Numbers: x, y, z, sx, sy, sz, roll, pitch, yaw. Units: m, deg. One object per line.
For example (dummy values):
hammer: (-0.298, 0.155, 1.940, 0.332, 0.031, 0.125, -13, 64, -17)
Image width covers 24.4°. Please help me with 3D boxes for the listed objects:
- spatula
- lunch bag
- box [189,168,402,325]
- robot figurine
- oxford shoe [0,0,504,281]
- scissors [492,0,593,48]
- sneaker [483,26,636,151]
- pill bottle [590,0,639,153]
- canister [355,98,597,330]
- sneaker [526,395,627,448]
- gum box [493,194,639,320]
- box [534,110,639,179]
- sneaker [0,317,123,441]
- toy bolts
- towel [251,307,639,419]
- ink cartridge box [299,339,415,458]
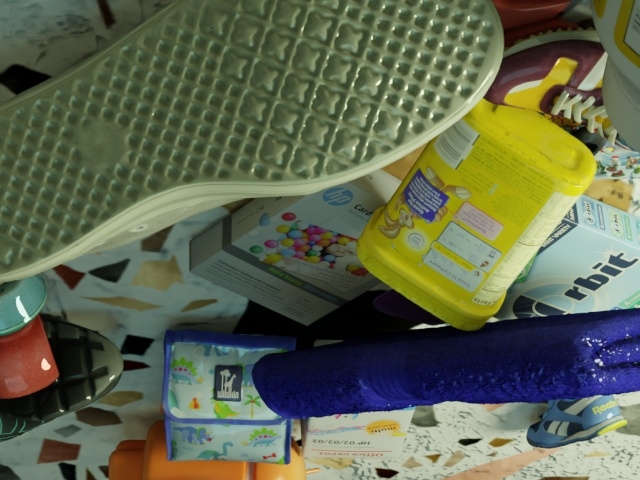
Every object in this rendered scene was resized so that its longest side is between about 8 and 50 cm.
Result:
spatula: (0.143, -0.006, 1.237, 0.084, 0.030, 0.296, 15, 137, -25)
lunch bag: (-0.088, 0.147, 1.451, 0.129, 0.096, 0.151, 2, 131, -2)
box: (0.000, 0.000, 1.287, 0.145, 0.038, 0.186, 27, 134, -37)
robot figurine: (-0.110, 0.252, 1.560, 0.219, 0.128, 0.158, 1, 147, 2)
oxford shoe: (-0.084, -0.093, 1.086, 0.449, 0.169, 0.130, -21, -177, 13)
scissors: (0.184, -0.172, 1.066, 0.297, 0.021, 0.109, -17, 142, 21)
sneaker: (0.208, -0.106, 1.081, 0.186, 0.083, 0.069, -7, 160, -9)
pill bottle: (0.269, -0.192, 0.898, 0.188, 0.188, 0.334, -1, 146, -2)
canister: (0.121, -0.026, 1.153, 0.126, 0.073, 0.170, 33, 128, 0)
sneaker: (0.263, 0.182, 1.554, 0.053, 0.059, 0.144, -19, 173, -33)
gum box: (0.228, 0.028, 1.336, 0.184, 0.041, 0.157, 19, 141, -28)
box: (0.210, -0.086, 1.185, 0.137, 0.027, 0.094, -1, 144, -1)
sneaker: (-0.304, 0.143, 1.448, 0.267, 0.101, 0.106, -14, 163, 19)
toy bolts: (-0.338, 0.085, 1.265, 0.229, 0.218, 0.158, -21, 132, -15)
towel: (0.125, 0.113, 1.272, 0.308, 0.076, 0.228, -8, 179, 30)
ink cartridge box: (0.036, 0.173, 1.514, 0.104, 0.061, 0.181, 2, 145, -6)
